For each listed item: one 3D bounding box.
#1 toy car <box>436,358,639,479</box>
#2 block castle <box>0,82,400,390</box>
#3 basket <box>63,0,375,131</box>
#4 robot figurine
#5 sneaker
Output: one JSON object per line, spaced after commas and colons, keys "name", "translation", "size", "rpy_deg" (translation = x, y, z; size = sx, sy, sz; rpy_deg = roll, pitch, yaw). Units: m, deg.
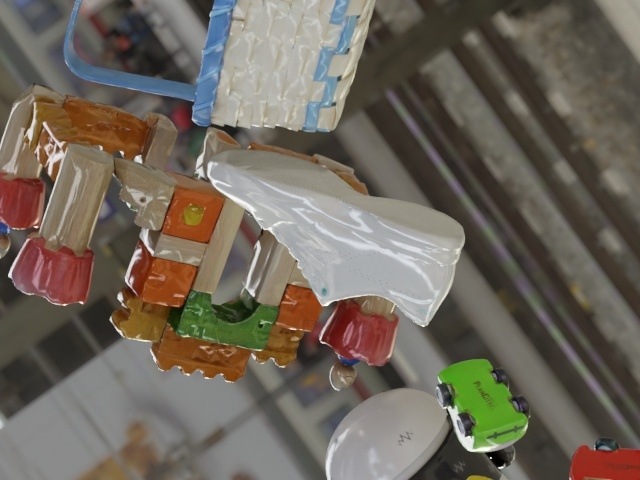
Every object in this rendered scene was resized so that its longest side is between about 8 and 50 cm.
{"name": "toy car", "translation": [0.161, 0.181, 1.569], "size": [0.225, 0.239, 0.053], "rpy_deg": [-121, 20, -52]}
{"name": "block castle", "translation": [-0.140, 0.006, 2.107], "size": [0.453, 0.212, 0.303], "rpy_deg": [13, -164, -27]}
{"name": "basket", "translation": [-0.095, -0.236, 1.858], "size": [0.201, 0.289, 0.254], "rpy_deg": [-83, 9, -53]}
{"name": "robot figurine", "translation": [0.127, 0.301, 2.204], "size": [0.278, 0.173, 0.209], "rpy_deg": [50, -156, -10]}
{"name": "sneaker", "translation": [0.000, 0.000, 1.428], "size": [0.212, 0.094, 0.080], "rpy_deg": [23, -156, 22]}
